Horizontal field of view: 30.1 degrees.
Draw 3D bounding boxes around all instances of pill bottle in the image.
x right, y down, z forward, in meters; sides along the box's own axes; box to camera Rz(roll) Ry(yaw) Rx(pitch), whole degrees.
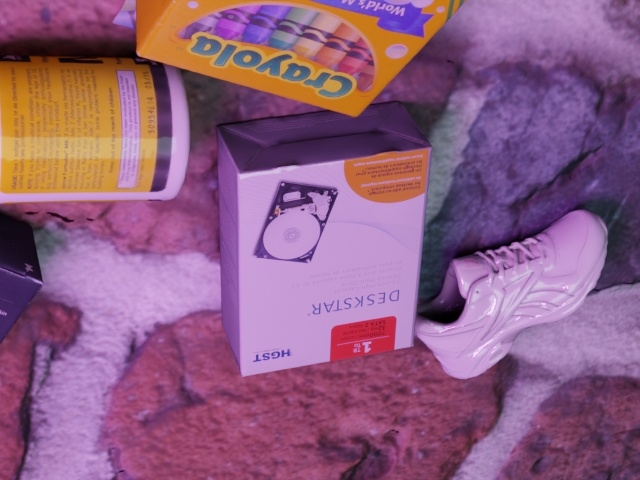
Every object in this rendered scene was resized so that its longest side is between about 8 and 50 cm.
[{"bbox_3d":[-0.218,-0.089,0.953,0.208,0.119,0.119,-2,125,-20],"label":"pill bottle"}]

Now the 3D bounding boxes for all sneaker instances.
[{"bbox_3d":[0.191,0.043,1.229,0.232,0.090,0.115,-43,124,10],"label":"sneaker"}]

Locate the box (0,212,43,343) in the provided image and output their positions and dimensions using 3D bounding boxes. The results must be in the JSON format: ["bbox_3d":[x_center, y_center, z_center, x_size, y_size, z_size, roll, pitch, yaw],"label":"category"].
[{"bbox_3d":[-0.347,0.041,1.013,0.156,0.093,0.158,26,113,-33],"label":"box"}]

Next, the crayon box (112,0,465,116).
[{"bbox_3d":[-0.004,-0.206,0.891,0.203,0.083,0.323,12,145,-28],"label":"crayon box"}]

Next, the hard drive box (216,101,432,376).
[{"bbox_3d":[0.000,0.000,1.121,0.181,0.089,0.232,-9,127,-14],"label":"hard drive box"}]
